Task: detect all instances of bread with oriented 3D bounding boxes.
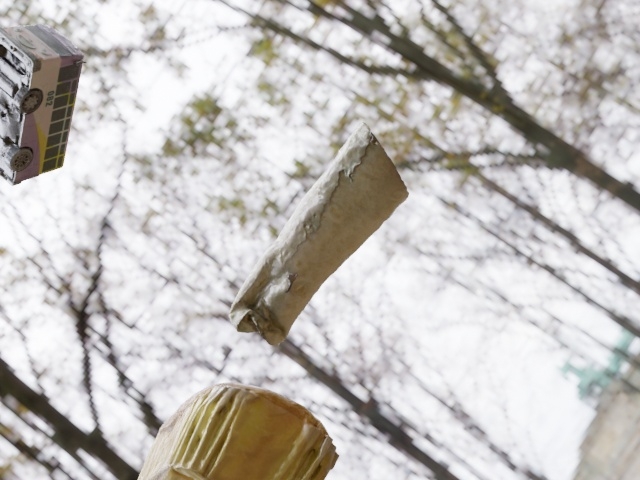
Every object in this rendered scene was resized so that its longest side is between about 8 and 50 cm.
[{"bbox_3d":[-0.096,0.236,1.458,0.119,0.152,0.288,-62,6,-26],"label":"bread"}]

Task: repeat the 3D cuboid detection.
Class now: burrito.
[{"bbox_3d":[0.000,0.000,1.314,0.087,0.060,0.226,33,-78,-32],"label":"burrito"}]

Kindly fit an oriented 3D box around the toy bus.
[{"bbox_3d":[-0.196,-0.094,0.963,0.058,0.052,0.102,-23,-37,-44],"label":"toy bus"}]
